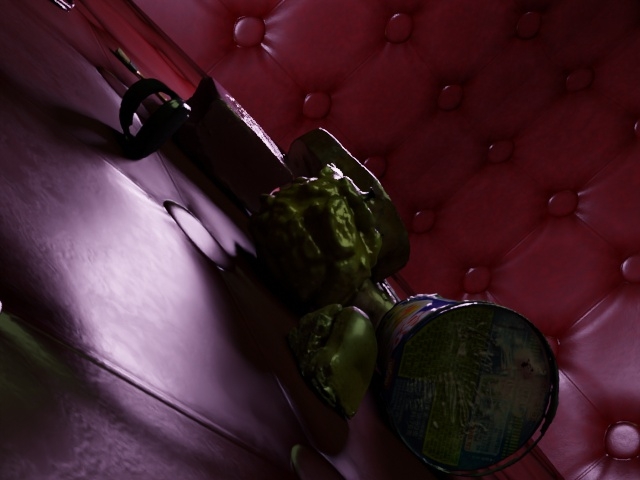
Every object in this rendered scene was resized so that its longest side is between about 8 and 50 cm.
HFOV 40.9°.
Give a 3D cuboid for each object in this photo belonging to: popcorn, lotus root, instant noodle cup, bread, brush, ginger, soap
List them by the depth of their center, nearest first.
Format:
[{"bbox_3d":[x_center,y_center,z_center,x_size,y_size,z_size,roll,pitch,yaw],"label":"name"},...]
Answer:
[{"bbox_3d":[0.031,0.151,1.161,0.103,0.110,0.156,50,4,-38],"label":"bread"},{"bbox_3d":[0.002,-0.009,1.438,0.249,0.225,0.249,48,0,0],"label":"popcorn"},{"bbox_3d":[0.212,0.211,1.456,0.284,0.284,0.312,46,-1,-10],"label":"instant noodle cup"},{"bbox_3d":[0.151,0.181,1.809,0.263,0.109,0.116,45,31,-19],"label":"ginger"},{"bbox_3d":[-0.193,-0.211,1.825,0.233,0.128,0.359,46,5,-19],"label":"soap"},{"bbox_3d":[0.037,-0.067,1.904,0.390,0.111,0.375,20,-41,59],"label":"lotus root"},{"bbox_3d":[-0.395,-0.363,1.915,0.170,0.014,0.043,46,8,-21],"label":"brush"}]

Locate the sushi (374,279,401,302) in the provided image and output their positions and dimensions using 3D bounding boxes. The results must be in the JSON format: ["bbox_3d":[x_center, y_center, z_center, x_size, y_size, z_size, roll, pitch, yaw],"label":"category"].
[{"bbox_3d":[0.149,0.142,2.267,0.343,0.064,0.359,54,7,22],"label":"sushi"}]

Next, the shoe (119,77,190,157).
[{"bbox_3d":[-0.265,-0.193,1.319,0.093,0.108,0.241,45,-1,-7],"label":"shoe"}]

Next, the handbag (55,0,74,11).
[{"bbox_3d":[-0.572,-0.566,1.692,0.203,0.074,0.216,48,6,11],"label":"handbag"}]
